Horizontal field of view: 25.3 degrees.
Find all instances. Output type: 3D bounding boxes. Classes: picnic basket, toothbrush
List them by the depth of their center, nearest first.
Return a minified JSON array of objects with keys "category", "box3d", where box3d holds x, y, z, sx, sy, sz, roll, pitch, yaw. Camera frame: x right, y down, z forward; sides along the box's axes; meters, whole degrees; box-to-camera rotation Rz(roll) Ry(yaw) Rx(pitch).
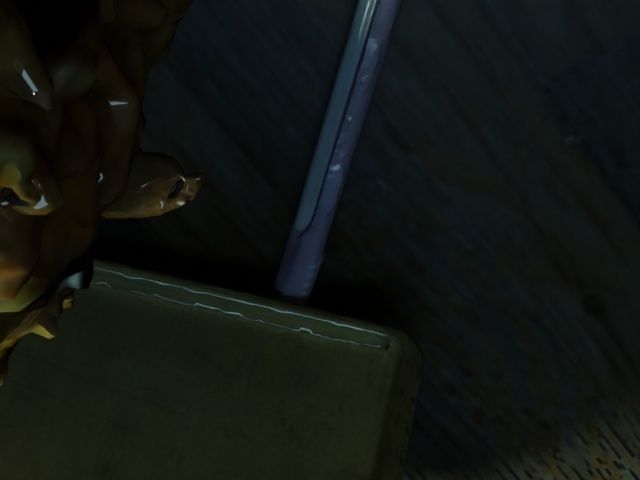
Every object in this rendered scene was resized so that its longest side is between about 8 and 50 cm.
[{"category":"picnic basket","box3d":[-0.132,0.133,0.598,0.313,0.228,0.175,13,126,4]},{"category":"toothbrush","box3d":[0.000,0.000,0.625,0.029,0.024,0.354,10,127,-9]}]

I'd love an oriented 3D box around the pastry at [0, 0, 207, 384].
[{"category":"pastry","box3d":[-0.203,-0.102,0.396,0.337,0.292,0.405,11,127,13]}]
